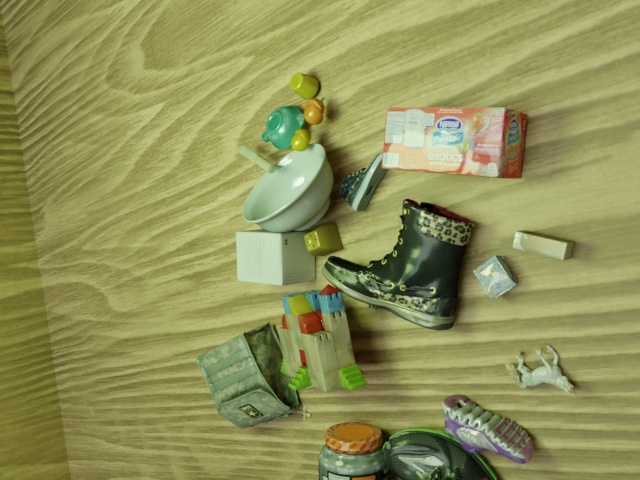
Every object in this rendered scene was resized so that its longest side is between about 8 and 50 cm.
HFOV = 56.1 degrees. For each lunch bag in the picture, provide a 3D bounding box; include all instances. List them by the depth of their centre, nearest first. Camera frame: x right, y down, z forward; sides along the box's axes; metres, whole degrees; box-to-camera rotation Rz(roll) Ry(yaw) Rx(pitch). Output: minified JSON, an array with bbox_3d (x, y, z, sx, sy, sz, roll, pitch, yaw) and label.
[{"bbox_3d":[0.411,0.087,1.400,0.071,0.053,0.083,-43,57,30],"label":"lunch bag"},{"bbox_3d":[-0.219,0.439,1.868,0.235,0.169,0.287,-30,82,33],"label":"lunch bag"}]

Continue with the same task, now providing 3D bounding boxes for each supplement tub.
[{"bbox_3d":[0.092,0.666,1.611,0.194,0.194,0.315,2,94,39],"label":"supplement tub"}]

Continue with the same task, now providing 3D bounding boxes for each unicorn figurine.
[{"bbox_3d":[0.501,0.295,1.345,0.162,0.060,0.111,-32,73,53],"label":"unicorn figurine"}]

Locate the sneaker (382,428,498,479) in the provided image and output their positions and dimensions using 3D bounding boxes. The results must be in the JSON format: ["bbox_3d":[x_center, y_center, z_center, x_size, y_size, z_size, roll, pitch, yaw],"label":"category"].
[{"bbox_3d":[0.334,0.624,1.405,0.483,0.202,0.185,34,113,32],"label":"sneaker"}]

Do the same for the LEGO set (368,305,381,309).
[{"bbox_3d":[0.135,0.162,1.646,0.083,0.023,0.054,25,109,35],"label":"LEGO set"}]

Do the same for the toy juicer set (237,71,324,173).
[{"bbox_3d":[-0.093,-0.307,1.744,0.329,0.090,0.209,-47,52,25],"label":"toy juicer set"}]

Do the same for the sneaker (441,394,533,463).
[{"bbox_3d":[0.389,0.465,1.427,0.236,0.095,0.104,24,115,41],"label":"sneaker"}]

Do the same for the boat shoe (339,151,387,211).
[{"bbox_3d":[0.113,-0.172,1.613,0.083,0.065,0.183,42,119,27],"label":"boat shoe"}]

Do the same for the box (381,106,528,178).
[{"bbox_3d":[0.308,-0.230,1.401,0.300,0.142,0.154,9,99,38],"label":"box"}]

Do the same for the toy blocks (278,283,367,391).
[{"bbox_3d":[-0.024,0.252,1.648,0.381,0.191,0.260,-9,93,66],"label":"toy blocks"}]

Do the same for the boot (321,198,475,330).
[{"bbox_3d":[0.194,0.033,1.515,0.377,0.138,0.284,24,109,32],"label":"boot"}]

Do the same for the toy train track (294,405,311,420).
[{"bbox_3d":[-0.065,0.528,1.843,0.083,0.014,0.048,4,96,39],"label":"toy train track"}]

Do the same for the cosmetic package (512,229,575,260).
[{"bbox_3d":[0.492,0.009,1.323,0.115,0.060,0.041,16,103,36],"label":"cosmetic package"}]

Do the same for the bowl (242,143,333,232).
[{"bbox_3d":[-0.066,-0.122,1.682,0.298,0.134,0.297,-32,30,22],"label":"bowl"}]

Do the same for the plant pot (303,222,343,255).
[{"bbox_3d":[0.000,0.000,1.706,0.081,0.083,0.081,-22,80,38],"label":"plant pot"}]

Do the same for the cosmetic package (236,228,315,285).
[{"bbox_3d":[-0.131,0.045,1.772,0.184,0.151,0.151,3,96,40],"label":"cosmetic package"}]
